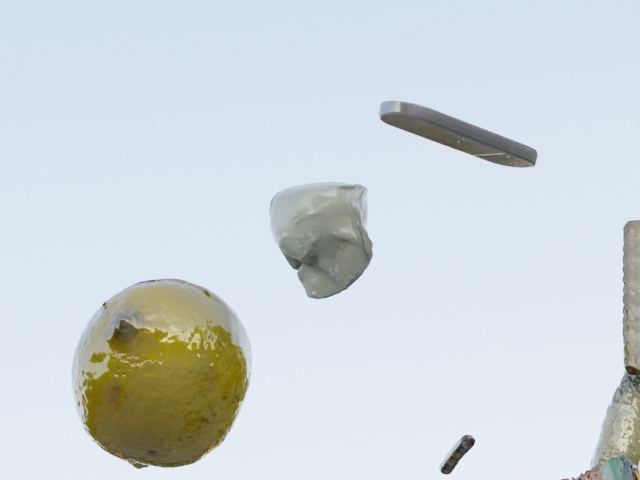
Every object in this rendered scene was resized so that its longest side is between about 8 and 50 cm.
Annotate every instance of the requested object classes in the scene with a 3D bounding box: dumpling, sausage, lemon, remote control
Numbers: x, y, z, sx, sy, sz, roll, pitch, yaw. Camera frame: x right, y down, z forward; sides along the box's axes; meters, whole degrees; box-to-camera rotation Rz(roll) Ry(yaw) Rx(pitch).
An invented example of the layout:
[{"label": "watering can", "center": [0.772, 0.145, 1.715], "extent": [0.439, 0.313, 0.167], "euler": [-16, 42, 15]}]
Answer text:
[{"label": "dumpling", "center": [-0.001, 0.000, 1.876], "extent": [0.169, 0.134, 0.100], "euler": [-3, 2, 31]}, {"label": "sausage", "center": [0.222, 0.351, 2.668], "extent": [0.025, 0.028, 0.198], "euler": [-44, -10, -22]}, {"label": "lemon", "center": [-0.201, 0.171, 2.049], "extent": [0.228, 0.228, 0.253], "euler": [3, -45, -20]}, {"label": "remote control", "center": [0.176, -0.133, 2.069], "extent": [0.245, 0.022, 0.077], "euler": [17, -8, -34]}]

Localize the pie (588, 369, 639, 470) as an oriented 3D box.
[{"label": "pie", "center": [0.393, 0.319, 2.188], "extent": [0.075, 0.337, 0.337], "euler": [17, -26, 11]}]

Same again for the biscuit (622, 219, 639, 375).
[{"label": "biscuit", "center": [0.486, 0.074, 2.155], "extent": [0.172, 0.254, 0.029], "euler": [-2, -39, 14]}]

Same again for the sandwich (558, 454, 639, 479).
[{"label": "sandwich", "center": [0.233, 0.328, 1.574], "extent": [0.159, 0.235, 0.079], "euler": [-3, -33, 26]}]
